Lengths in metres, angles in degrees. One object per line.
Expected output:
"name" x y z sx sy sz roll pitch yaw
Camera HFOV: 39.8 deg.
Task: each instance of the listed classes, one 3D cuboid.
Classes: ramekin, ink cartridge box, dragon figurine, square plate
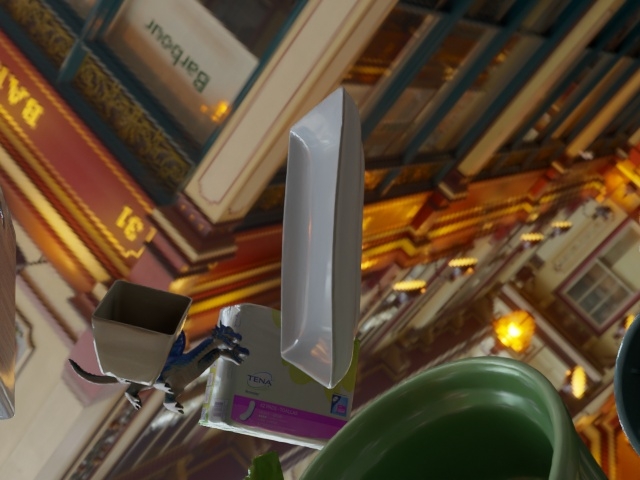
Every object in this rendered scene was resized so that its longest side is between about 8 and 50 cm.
"ramekin" 0.109 0.257 0.736 0.148 0.303 0.303 49 -158 -19
"ink cartridge box" -0.507 0.061 1.307 0.071 0.324 0.330 -5 -118 -12
"dragon figurine" -0.251 0.191 1.410 0.144 0.289 0.085 -59 -42 -42
"square plate" 0.000 0.000 1.155 0.049 0.344 0.347 3 178 -12

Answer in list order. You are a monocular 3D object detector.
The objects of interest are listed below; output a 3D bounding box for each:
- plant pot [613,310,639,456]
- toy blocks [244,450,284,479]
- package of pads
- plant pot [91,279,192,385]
"plant pot" 0.702 0.248 1.413 0.334 0.341 0.341 18 -148 -45
"toy blocks" -0.140 0.540 1.362 0.190 0.261 0.381 -7 -100 -52
"package of pads" -0.066 0.253 1.639 0.296 0.101 0.229 21 -112 -36
"plant pot" -0.243 0.128 1.178 0.109 0.096 0.109 15 -156 -1
